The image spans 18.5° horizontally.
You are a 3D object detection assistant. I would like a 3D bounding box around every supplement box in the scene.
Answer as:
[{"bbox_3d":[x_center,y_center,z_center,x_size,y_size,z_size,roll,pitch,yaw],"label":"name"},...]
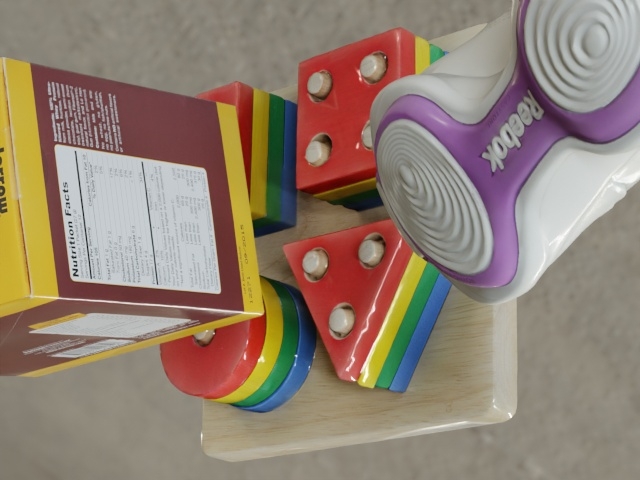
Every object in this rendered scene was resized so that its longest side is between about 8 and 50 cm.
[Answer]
[{"bbox_3d":[-0.172,-0.004,1.122,0.191,0.129,0.194,-16,166,34],"label":"supplement box"}]

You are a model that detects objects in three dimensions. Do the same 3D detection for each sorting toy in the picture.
[{"bbox_3d":[0.000,0.000,1.283,0.257,0.256,0.089,-14,158,41],"label":"sorting toy"}]

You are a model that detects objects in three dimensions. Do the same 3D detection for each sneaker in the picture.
[{"bbox_3d":[0.125,-0.062,0.851,0.114,0.152,0.305,62,152,7],"label":"sneaker"}]
